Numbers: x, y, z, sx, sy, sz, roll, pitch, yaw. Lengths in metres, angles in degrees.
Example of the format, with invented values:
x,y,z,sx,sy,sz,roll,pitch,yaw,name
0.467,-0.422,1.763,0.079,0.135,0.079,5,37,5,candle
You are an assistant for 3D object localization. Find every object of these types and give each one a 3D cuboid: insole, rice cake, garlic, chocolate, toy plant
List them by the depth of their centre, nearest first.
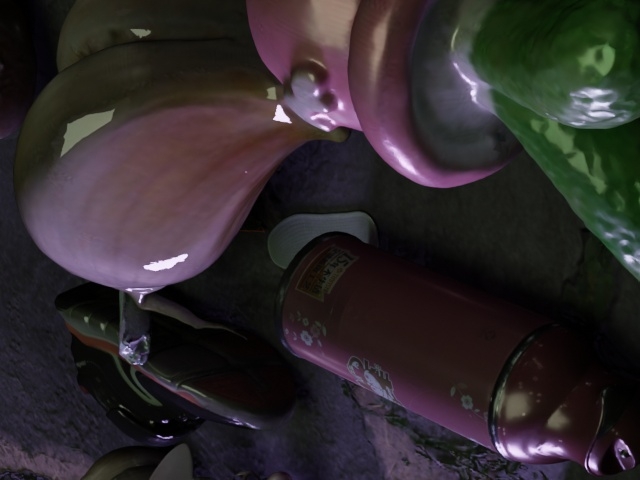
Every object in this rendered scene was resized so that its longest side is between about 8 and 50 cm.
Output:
x,y,z,sx,sy,sz,roll,pitch,yaw,name
0.130,-0.114,1.218,0.356,0.210,0.317,25,159,36,toy plant
-0.133,-0.097,1.538,0.340,0.246,0.231,117,154,-46,garlic
0.000,0.000,1.567,0.153,0.002,0.053,-6,103,51,insole
-0.167,0.017,1.663,0.033,0.033,0.207,115,158,-54,rice cake
-0.217,0.271,1.821,0.131,0.194,0.127,-165,72,-74,garlic
-0.361,-0.173,1.843,0.261,0.083,0.161,7,96,47,chocolate

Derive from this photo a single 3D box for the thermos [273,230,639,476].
x,y,z,sx,sy,sz,roll,pitch,yaw,name
0.116,0.104,1.397,0.330,0.109,0.136,23,124,41,thermos

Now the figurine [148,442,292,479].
x,y,z,sx,sy,sz,roll,pitch,yaw,name
-0.116,0.302,1.708,0.260,0.103,0.205,-14,120,21,figurine

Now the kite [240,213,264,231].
x,y,z,sx,sy,sz,roll,pitch,yaw,name
-0.114,-0.062,1.664,0.190,0.010,0.159,49,138,20,kite

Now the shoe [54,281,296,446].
x,y,z,sx,sy,sz,roll,pitch,yaw,name
-0.144,0.134,1.713,0.291,0.114,0.137,23,123,43,shoe
